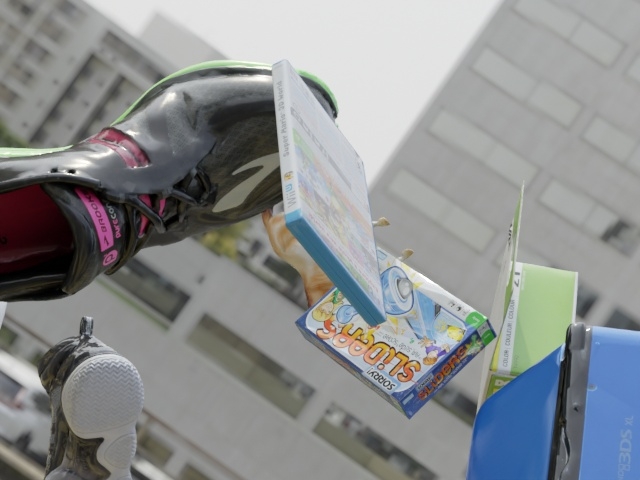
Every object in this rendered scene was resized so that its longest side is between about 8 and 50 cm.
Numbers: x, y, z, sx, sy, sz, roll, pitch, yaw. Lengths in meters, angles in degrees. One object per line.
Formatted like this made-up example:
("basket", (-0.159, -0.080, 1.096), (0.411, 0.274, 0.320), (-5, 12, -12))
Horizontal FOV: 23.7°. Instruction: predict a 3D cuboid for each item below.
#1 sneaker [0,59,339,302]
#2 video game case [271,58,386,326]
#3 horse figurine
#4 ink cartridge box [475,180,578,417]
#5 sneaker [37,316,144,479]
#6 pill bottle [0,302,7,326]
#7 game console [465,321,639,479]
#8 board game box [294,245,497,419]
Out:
("sneaker", (-0.199, -0.032, 1.484), (0.202, 0.483, 0.185), (-124, -164, -58))
("video game case", (0.005, -0.035, 1.062), (0.119, 0.015, 0.166), (51, 22, -40))
("horse figurine", (0.000, 0.000, 2.135), (0.263, 0.174, 0.066), (48, -1, 15))
("ink cartridge box", (0.247, 0.092, 1.755), (0.097, 0.189, 0.255), (10, -46, 4))
("sneaker", (-0.269, 0.219, 1.718), (0.101, 0.268, 0.153), (5, 25, -24))
("pill bottle", (-0.623, 0.076, 2.169), (0.318, 0.176, 0.176), (27, 0, -24))
("game console", (0.250, 0.239, 1.364), (0.250, 0.293, 0.173), (7, -38, 8))
("board game box", (0.081, 0.099, 1.700), (0.201, 0.136, 0.035), (33, -19, 47))
